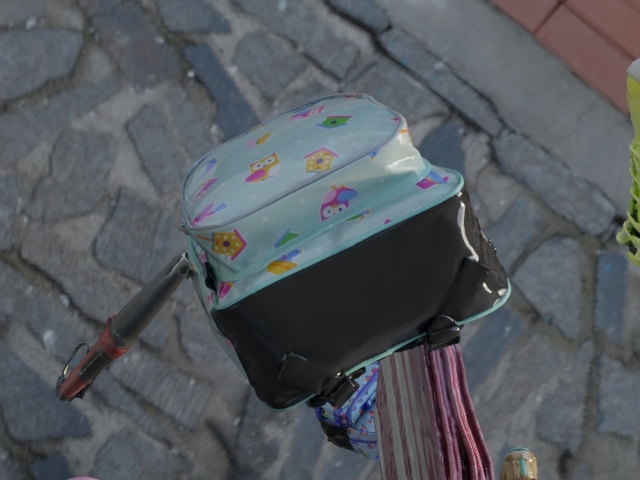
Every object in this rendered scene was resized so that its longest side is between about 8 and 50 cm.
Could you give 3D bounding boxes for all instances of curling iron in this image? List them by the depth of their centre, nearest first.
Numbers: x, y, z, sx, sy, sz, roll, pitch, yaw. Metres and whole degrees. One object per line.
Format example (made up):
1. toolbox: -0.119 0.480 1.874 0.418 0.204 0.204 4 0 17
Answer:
1. curling iron: -0.195 0.083 1.145 0.035 0.274 0.068 29 46 -16

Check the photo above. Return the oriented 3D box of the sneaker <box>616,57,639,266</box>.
1. sneaker: 0.417 -0.037 1.362 0.147 0.145 0.384 -28 120 2

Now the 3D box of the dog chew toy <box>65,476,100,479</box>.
1. dog chew toy: -0.298 0.440 1.674 0.207 0.332 0.206 -10 108 -34

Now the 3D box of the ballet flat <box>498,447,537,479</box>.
1. ballet flat: 0.327 0.431 1.984 0.073 0.206 0.067 -5 45 3

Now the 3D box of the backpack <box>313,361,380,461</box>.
1. backpack: 0.097 0.278 1.933 0.158 0.173 0.117 -46 126 -24

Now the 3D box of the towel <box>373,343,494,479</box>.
1. towel: 0.079 0.169 0.892 0.037 0.329 0.237 -4 59 -4

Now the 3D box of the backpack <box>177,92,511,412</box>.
1. backpack: -0.002 -0.003 0.701 0.166 0.188 0.144 -30 104 -5
